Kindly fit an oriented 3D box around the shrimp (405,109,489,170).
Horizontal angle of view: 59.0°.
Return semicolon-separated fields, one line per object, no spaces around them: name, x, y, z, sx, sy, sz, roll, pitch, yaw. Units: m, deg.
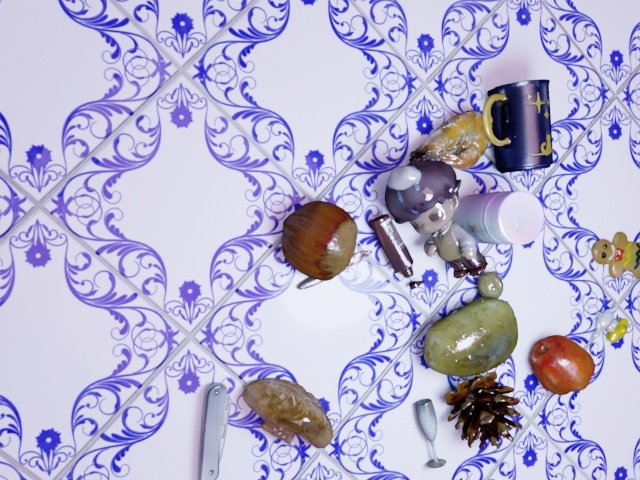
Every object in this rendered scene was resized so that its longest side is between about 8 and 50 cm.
shrimp;0.387;-0.271;1.688;0.317;0.062;0.164;-32;102;-17

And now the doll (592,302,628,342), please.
doll;0.954;0.282;1.868;0.135;0.071;0.113;-27;91;-10

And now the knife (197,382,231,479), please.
knife;-0.284;0.512;1.508;0.073;0.041;0.265;7;89;-26

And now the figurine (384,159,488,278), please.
figurine;0.312;-0.050;1.584;0.206;0.218;0.364;-24;94;-18

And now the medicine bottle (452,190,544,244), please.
medicine bottle;0.499;-0.064;1.623;0.152;0.254;0.152;-1;92;-17

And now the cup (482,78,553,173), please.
cup;0.561;-0.330;1.682;0.255;0.178;0.256;-7;95;-12

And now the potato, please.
potato;0.439;0.287;1.652;0.308;0.173;0.210;-18;116;-14

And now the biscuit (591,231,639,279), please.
biscuit;1.016;0.050;1.897;0.241;0.035;0.158;8;86;-17

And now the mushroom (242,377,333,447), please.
mushroom;-0.071;0.472;1.514;0.286;0.151;0.156;34;80;-15

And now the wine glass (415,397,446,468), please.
wine glass;0.324;0.572;1.683;0.066;0.066;0.197;-14;94;-16

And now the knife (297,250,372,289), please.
knife;0.042;0.079;1.613;0.248;0.018;0.035;-27;95;-17

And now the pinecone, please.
pinecone;0.484;0.505;1.658;0.229;0.202;0.201;20;50;-32

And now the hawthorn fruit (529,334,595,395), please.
hawthorn fruit;0.745;0.382;1.754;0.189;0.189;0.189;0;91;-17

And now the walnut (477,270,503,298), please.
walnut;0.518;0.140;1.723;0.092;0.092;0.092;0;91;-17

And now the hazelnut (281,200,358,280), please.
hazelnut;-0.003;0.000;1.511;0.210;0.186;0.210;-7;111;-18

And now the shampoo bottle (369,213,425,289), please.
shampoo bottle;0.224;0.035;1.642;0.068;0.067;0.236;-28;100;5
